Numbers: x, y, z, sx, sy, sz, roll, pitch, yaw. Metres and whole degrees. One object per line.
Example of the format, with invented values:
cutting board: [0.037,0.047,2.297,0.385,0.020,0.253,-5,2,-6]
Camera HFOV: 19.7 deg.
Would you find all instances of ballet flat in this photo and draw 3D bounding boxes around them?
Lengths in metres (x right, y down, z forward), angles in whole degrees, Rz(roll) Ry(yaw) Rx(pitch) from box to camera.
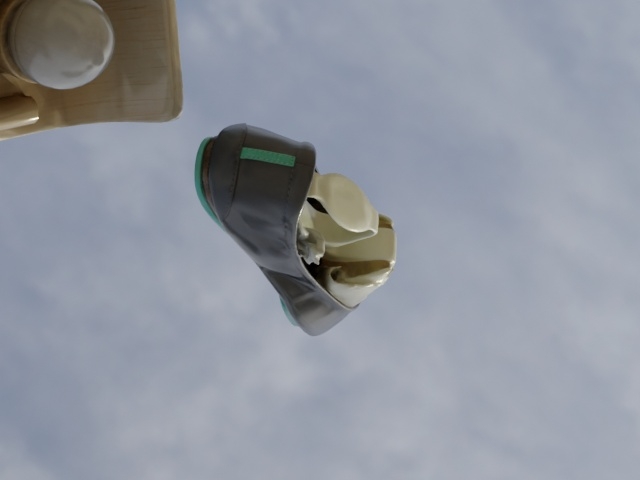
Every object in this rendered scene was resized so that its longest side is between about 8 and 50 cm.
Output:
ballet flat: [0.000,0.000,0.928,0.074,0.203,0.074,-6,-113,15]

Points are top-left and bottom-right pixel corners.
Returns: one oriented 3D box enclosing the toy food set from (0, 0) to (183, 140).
toy food set: [-0.198,-0.132,0.824,0.306,0.092,0.219,-17,-70,-41]
